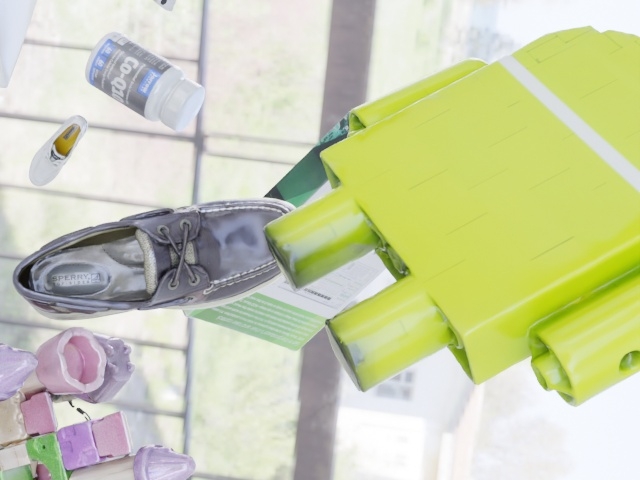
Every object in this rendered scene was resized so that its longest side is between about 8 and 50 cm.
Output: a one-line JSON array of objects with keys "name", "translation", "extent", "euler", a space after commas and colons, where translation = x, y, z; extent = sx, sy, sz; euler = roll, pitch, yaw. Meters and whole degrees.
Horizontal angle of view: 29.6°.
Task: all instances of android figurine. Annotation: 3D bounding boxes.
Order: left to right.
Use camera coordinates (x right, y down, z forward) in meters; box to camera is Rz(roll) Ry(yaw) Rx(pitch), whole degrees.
[{"name": "android figurine", "translation": [0.112, -0.025, 0.650], "extent": [0.248, 0.272, 0.056], "euler": [52, -14, 45]}]

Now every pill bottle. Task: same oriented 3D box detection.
[{"name": "pill bottle", "translation": [-0.218, -0.197, 1.511], "extent": [0.078, 0.137, 0.078], "euler": [-55, 168, -18]}]

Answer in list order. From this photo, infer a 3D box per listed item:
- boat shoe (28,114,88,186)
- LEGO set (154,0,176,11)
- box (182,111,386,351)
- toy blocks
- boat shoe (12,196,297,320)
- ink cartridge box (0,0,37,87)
[{"name": "boat shoe", "translation": [-0.306, -0.101, 1.402], "extent": [0.100, 0.035, 0.035], "euler": [-47, -166, 11]}, {"name": "LEGO set", "translation": [-0.145, -0.320, 1.041], "extent": [0.093, 0.087, 0.227], "euler": [-6, 130, -49]}, {"name": "box", "translation": [0.000, 0.000, 1.520], "extent": [0.232, 0.322, 0.058], "euler": [25, 25, -51]}, {"name": "toy blocks", "translation": [-0.221, 0.221, 1.187], "extent": [0.309, 0.260, 0.289], "euler": [-2, 76, -62]}, {"name": "boat shoe", "translation": [-0.154, 0.020, 1.153], "extent": [0.092, 0.285, 0.103], "euler": [16, 65, -86]}, {"name": "ink cartridge box", "translation": [-0.253, -0.229, 0.675], "extent": [0.233, 0.171, 0.168], "euler": [98, -1, -55]}]
